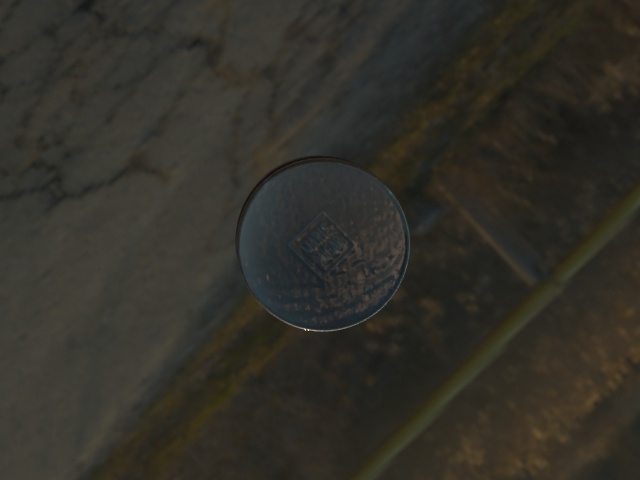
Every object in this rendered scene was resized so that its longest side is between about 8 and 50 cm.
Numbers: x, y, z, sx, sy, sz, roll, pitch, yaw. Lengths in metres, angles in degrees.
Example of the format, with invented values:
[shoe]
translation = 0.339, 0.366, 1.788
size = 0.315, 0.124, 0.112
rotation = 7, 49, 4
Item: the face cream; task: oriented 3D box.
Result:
[face cream]
translation = 0.000, 0.000, 1.362
size = 0.149, 0.149, 0.104
rotation = -42, -175, 1
